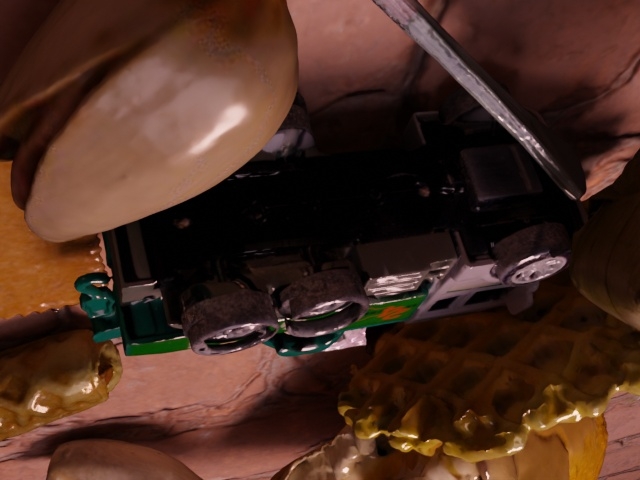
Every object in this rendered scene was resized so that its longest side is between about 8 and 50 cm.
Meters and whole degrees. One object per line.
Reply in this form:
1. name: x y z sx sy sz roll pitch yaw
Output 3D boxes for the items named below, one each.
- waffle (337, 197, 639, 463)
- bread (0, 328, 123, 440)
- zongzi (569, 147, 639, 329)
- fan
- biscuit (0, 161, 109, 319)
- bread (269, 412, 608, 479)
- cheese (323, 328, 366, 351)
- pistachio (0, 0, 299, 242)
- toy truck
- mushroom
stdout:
1. waffle: 0.163 0.064 0.787 0.307 0.312 0.060 -17 114 30
2. bread: -0.350 0.163 0.803 0.368 0.084 0.077 -19 109 1
3. zongzi: 0.376 -0.060 0.619 0.323 0.160 0.360 25 86 -21
4. fan: 0.092 -0.111 0.593 0.023 0.057 0.282 -31 130 33
5. biscuit: -0.280 0.005 0.663 0.237 0.013 0.232 -12 147 -15
6. bread: 0.176 0.297 1.095 0.394 0.250 0.361 -9 154 -49
7. cheese: 0.100 0.088 0.954 0.228 0.064 0.137 -7 143 -23
8. pistachio: -0.102 -0.081 0.513 0.215 0.143 0.144 -37 145 24
9. toy truck: 0.003 -0.004 0.676 0.364 0.176 0.178 -9 156 -16
10. mushroom: -0.144 0.329 1.003 0.122 0.351 0.095 -52 -178 -5
